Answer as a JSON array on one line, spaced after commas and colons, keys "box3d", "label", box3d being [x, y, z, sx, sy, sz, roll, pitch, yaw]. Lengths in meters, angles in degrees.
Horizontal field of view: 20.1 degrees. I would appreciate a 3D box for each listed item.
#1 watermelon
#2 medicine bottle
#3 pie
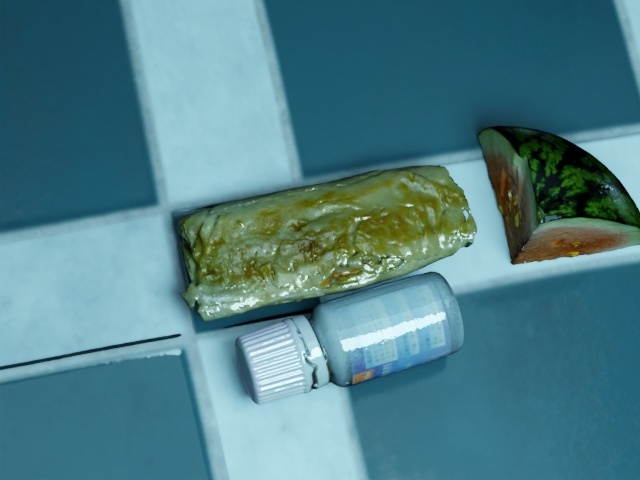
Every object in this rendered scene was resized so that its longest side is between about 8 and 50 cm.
[{"box3d": [0.222, -0.058, 1.721, 0.137, 0.193, 0.145, -23, 68, 31], "label": "watermelon"}, {"box3d": [0.025, 0.091, 1.654, 0.203, 0.083, 0.083, -14, 74, -13], "label": "medicine bottle"}, {"box3d": [0.000, 0.000, 1.687, 0.282, 0.068, 0.128, -12, 59, -11], "label": "pie"}]
